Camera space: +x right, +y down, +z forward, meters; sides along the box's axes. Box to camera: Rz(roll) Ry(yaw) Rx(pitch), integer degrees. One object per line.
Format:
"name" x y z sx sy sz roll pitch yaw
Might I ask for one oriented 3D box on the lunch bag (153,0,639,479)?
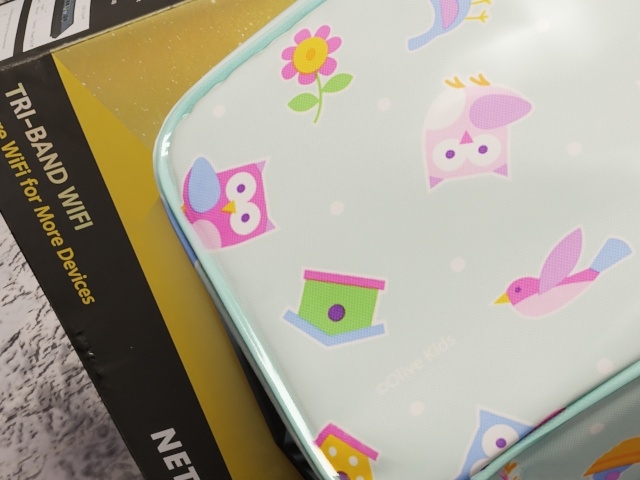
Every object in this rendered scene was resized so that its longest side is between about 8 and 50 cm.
"lunch bag" 0.091 -0.034 0.655 0.279 0.108 0.224 -35 60 3

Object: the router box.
"router box" 0.000 0.000 0.838 0.243 0.308 0.081 -20 31 8
